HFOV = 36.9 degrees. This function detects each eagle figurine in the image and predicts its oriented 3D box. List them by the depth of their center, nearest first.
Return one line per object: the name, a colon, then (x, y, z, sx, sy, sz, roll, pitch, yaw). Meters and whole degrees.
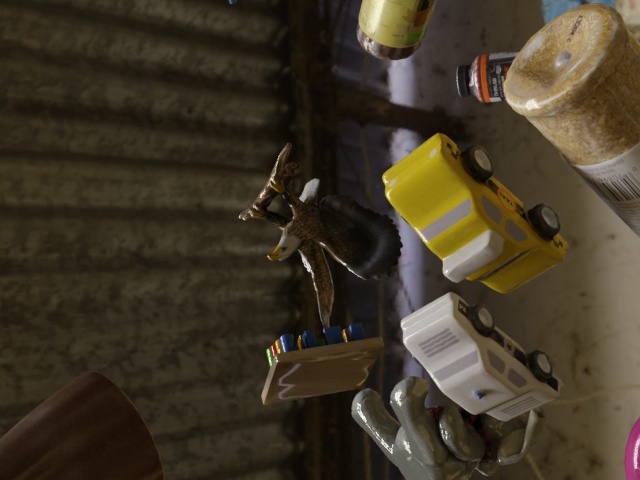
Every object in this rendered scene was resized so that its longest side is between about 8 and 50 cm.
eagle figurine: (-0.007, 0.007, 1.758, 0.298, 0.226, 0.225, 42, -106, 10)

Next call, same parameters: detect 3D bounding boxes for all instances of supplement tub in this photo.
supplement tub: (0.396, -0.352, 2.057, 0.106, 0.198, 0.106, -4, -90, -71)

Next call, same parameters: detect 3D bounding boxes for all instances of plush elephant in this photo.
plush elephant: (0.266, 0.345, 1.754, 0.255, 0.272, 0.330, -31, -100, -24)

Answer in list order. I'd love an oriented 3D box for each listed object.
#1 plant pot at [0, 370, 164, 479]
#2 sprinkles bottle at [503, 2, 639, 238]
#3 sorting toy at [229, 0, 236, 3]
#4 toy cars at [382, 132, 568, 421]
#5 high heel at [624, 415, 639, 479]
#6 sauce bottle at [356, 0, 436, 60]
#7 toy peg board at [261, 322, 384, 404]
plant pot: (-0.372, 0.328, 1.323, 0.230, 0.215, 0.215, -28, -77, -38)
sprinkles bottle: (0.324, -0.062, 0.898, 0.355, 0.121, 0.121, 39, -118, -27)
sorting toy: (-0.171, -0.524, 1.469, 0.196, 0.047, 0.348, 74, 176, -58)
toy cars: (0.160, 0.071, 0.977, 0.087, 0.176, 0.394, -74, -20, -46)
high heel: (0.258, 0.132, 0.603, 0.377, 0.181, 0.127, 30, -80, -38)
sauce bottle: (0.134, -0.416, 1.386, 0.111, 0.344, 0.111, 5, -125, -7)
toy peg board: (-0.007, 0.168, 1.433, 0.161, 0.160, 0.079, -8, -120, -16)
